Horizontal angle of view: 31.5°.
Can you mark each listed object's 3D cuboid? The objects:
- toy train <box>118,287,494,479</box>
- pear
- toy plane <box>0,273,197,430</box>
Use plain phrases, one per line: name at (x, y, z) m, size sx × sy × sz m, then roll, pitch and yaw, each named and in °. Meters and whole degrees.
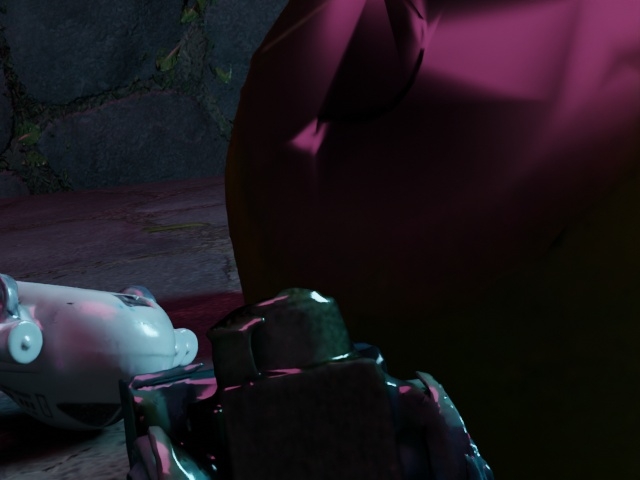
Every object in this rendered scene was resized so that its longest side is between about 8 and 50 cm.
toy train at (-0.007, 0.116, 0.351) m, size 0.107 × 0.198 × 0.154 m, roll -9°, pitch -4°, yaw -15°
pear at (0.088, -0.052, 0.534) m, size 0.398 × 0.399 × 0.165 m, roll 1°, pitch -29°, yaw 42°
toy plane at (-0.224, 0.087, 0.910) m, size 0.266 × 0.123 × 0.267 m, roll 2°, pitch -5°, yaw 0°
